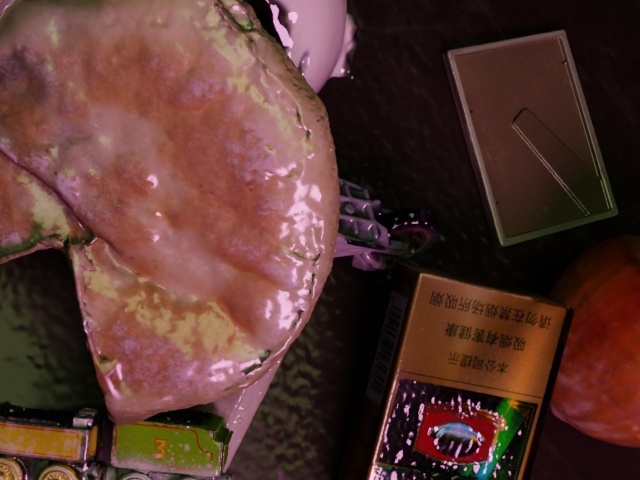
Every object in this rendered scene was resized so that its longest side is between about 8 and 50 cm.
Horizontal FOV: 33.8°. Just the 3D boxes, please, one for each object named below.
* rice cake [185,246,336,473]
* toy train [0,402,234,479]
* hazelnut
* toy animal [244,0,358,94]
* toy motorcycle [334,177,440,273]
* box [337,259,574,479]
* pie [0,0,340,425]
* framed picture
[{"bbox_3d":[-0.062,0.095,0.854,0.057,0.052,0.256,25,103,-4],"label":"rice cake"},{"bbox_3d":[-0.166,0.165,0.819,0.202,0.060,0.081,6,95,0],"label":"toy train"},{"bbox_3d":[0.301,0.100,0.990,0.214,0.176,0.214,1,100,5],"label":"hazelnut"},{"bbox_3d":[-0.109,-0.228,0.843,0.251,0.251,0.310,-34,105,-22],"label":"toy animal"},{"bbox_3d":[0.000,0.000,0.922,0.215,0.122,0.080,11,54,-34],"label":"toy motorcycle"},{"bbox_3d":[0.115,0.151,0.931,0.159,0.071,0.240,12,94,-22],"label":"box"},{"bbox_3d":[-0.132,-0.036,0.753,0.337,0.075,0.337,0,104,1],"label":"pie"},{"bbox_3d":[0.213,-0.106,1.066,0.150,0.015,0.203,-15,88,-23],"label":"framed picture"}]
